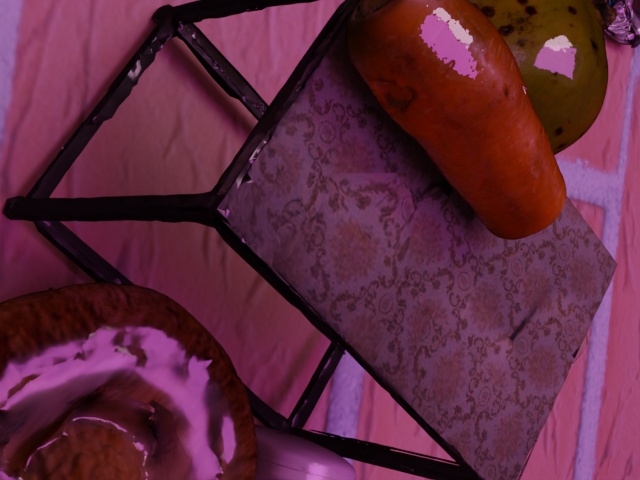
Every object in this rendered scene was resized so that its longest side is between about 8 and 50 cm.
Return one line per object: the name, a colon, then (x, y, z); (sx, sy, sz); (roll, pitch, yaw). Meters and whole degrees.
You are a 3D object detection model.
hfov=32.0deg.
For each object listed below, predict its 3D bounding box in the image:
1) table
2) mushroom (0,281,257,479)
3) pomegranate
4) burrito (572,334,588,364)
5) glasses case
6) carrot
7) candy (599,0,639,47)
table: (0.000, 0.000, 0.854); (0.335, 0.272, 0.222); (47, 63, -32)
mushroom: (-0.185, 0.174, 0.760); (0.263, 0.195, 0.283); (33, 56, -29)
pomegranate: (0.164, -0.140, 1.046); (0.198, 0.198, 0.246); (30, 87, -38)
burrito: (0.247, 0.140, 1.230); (0.149, 0.041, 0.055); (-45, 134, -29)
glasses case: (-0.047, 0.171, 0.879); (0.074, 0.193, 0.049); (23, 78, -32)
carrot: (0.092, -0.082, 0.694); (0.193, 0.087, 0.087); (46, 65, -30)
candy: (0.290, -0.225, 1.232); (0.226, 0.051, 0.094); (-25, 112, -37)
